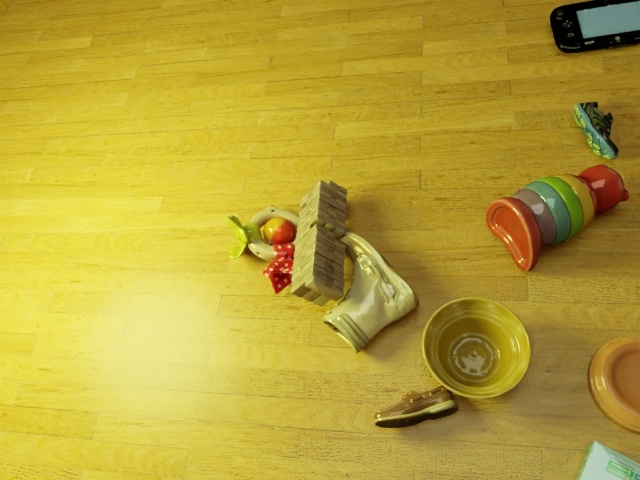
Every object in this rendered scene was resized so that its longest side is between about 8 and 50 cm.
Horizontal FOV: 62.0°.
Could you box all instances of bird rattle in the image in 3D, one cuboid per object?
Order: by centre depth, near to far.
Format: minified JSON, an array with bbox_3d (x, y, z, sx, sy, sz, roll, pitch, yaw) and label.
[{"bbox_3d":[-0.117,-0.002,1.358,0.253,0.143,0.207,25,52,21],"label":"bird rattle"}]

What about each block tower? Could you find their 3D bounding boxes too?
[{"bbox_3d":[0.000,0.000,1.291,0.097,0.090,0.336,-42,32,39],"label":"block tower"}]

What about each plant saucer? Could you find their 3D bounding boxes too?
[{"bbox_3d":[0.647,0.284,1.065,0.199,0.037,0.200,-6,60,10],"label":"plant saucer"}]

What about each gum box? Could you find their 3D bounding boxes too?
[{"bbox_3d":[0.542,0.490,0.968,0.156,0.041,0.184,26,70,24],"label":"gum box"}]

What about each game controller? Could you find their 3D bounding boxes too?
[{"bbox_3d":[0.830,-0.622,1.524,0.318,0.067,0.167,-6,60,10],"label":"game controller"}]

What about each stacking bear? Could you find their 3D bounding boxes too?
[{"bbox_3d":[0.561,-0.081,1.230,0.288,0.164,0.175,-24,58,-7],"label":"stacking bear"}]

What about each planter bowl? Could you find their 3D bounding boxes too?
[{"bbox_3d":[0.328,0.236,1.133,0.217,0.090,0.217,-6,61,10],"label":"planter bowl"}]

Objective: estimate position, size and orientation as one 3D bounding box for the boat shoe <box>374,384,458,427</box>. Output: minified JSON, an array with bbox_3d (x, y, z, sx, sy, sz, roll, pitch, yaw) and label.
[{"bbox_3d":[0.196,0.349,1.119,0.177,0.064,0.060,-13,53,-2],"label":"boat shoe"}]

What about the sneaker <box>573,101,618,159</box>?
[{"bbox_3d":[0.714,-0.289,1.359,0.078,0.067,0.188,-16,55,11],"label":"sneaker"}]

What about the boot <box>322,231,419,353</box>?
[{"bbox_3d":[0.076,0.117,1.262,0.203,0.095,0.262,-38,62,-8],"label":"boot"}]
